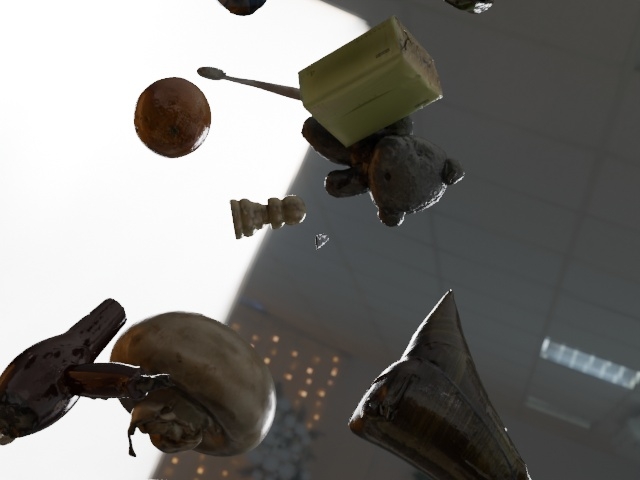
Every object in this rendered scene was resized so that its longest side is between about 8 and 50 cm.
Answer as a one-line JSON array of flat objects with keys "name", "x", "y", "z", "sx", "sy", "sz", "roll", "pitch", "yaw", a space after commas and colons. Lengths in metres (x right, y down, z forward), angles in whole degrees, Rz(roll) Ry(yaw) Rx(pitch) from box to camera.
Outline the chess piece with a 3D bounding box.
[{"name": "chess piece", "x": -0.118, "y": -0.063, "z": 2.445, "sx": 0.170, "sy": 0.094, "sz": 0.094, "roll": -11, "pitch": -12, "yaw": -3}]

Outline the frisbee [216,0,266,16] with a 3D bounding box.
[{"name": "frisbee", "x": -0.160, "y": -0.496, "z": 1.826, "sx": 0.045, "sy": 0.242, "sz": 0.242, "roll": -21, "pitch": 14, "yaw": -31}]

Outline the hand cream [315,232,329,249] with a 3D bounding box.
[{"name": "hand cream", "x": 0.000, "y": 0.000, "z": 2.441, "sx": 0.019, "sy": 0.030, "sz": 0.093, "roll": -2, "pitch": 9, "yaw": 16}]

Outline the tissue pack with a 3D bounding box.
[{"name": "tissue pack", "x": 0.096, "y": -0.305, "z": 2.102, "sx": 0.234, "sy": 0.125, "sz": 0.159, "roll": -26, "pitch": -41, "yaw": 24}]

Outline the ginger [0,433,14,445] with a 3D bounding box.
[{"name": "ginger", "x": -0.724, "y": 0.426, "z": 2.305, "sx": 0.065, "sy": 0.149, "sz": 0.258, "roll": 65, "pitch": -11, "yaw": 3}]

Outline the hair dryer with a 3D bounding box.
[{"name": "hair dryer", "x": -0.333, "y": 0.194, "z": 1.716, "sx": 0.340, "sy": 0.312, "sz": 0.123, "roll": -5, "pitch": -62, "yaw": 36}]

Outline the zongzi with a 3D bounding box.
[{"name": "zongzi", "x": 0.334, "y": 0.348, "z": 2.361, "sx": 0.403, "sy": 0.432, "sz": 0.208, "roll": 35, "pitch": -36, "yaw": 6}]

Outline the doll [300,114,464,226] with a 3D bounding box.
[{"name": "doll", "x": 0.106, "y": -0.182, "z": 2.203, "sx": 0.340, "sy": 0.246, "sz": 0.158, "roll": 44, "pitch": -2, "yaw": 14}]

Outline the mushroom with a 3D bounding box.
[{"name": "mushroom", "x": -0.271, "y": 0.315, "z": 2.169, "sx": 0.362, "sy": 0.295, "sz": 0.362, "roll": 20, "pitch": -37, "yaw": 16}]

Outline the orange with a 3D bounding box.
[{"name": "orange", "x": -0.350, "y": -0.288, "z": 2.561, "sx": 0.206, "sy": 0.206, "sz": 0.206, "roll": 21, "pitch": -12, "yaw": 5}]

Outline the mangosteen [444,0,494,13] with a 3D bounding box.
[{"name": "mangosteen", "x": 0.278, "y": -0.492, "z": 1.796, "sx": 0.243, "sy": 0.243, "sz": 0.243, "roll": 21, "pitch": -12, "yaw": 5}]

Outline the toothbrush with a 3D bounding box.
[{"name": "toothbrush", "x": -0.105, "y": -0.305, "z": 2.143, "sx": 0.307, "sy": 0.025, "sz": 0.029, "roll": 9, "pitch": -8, "yaw": -34}]
